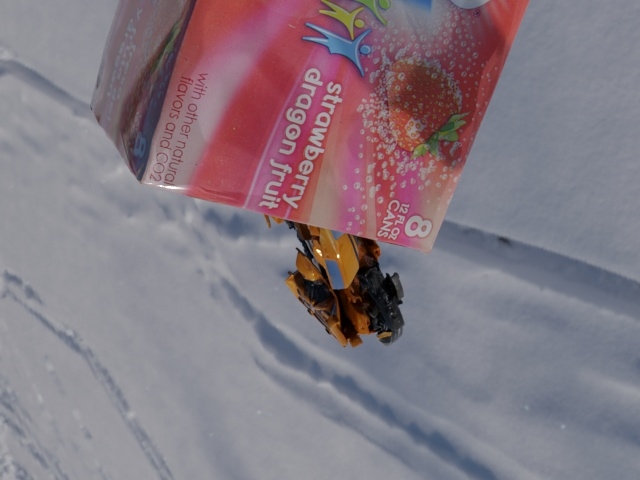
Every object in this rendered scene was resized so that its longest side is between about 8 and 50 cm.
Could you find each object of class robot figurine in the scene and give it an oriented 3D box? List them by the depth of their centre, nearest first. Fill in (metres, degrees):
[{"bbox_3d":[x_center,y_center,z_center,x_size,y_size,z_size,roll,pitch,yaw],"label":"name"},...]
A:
[{"bbox_3d":[0.000,0.000,0.959,0.211,0.085,0.291,42,159,45],"label":"robot figurine"}]

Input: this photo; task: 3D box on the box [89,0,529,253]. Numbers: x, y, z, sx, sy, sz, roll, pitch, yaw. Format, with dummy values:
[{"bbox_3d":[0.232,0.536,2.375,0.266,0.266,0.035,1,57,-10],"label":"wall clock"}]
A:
[{"bbox_3d":[0.014,-0.164,0.406,0.142,0.154,0.300,43,115,59],"label":"box"}]
